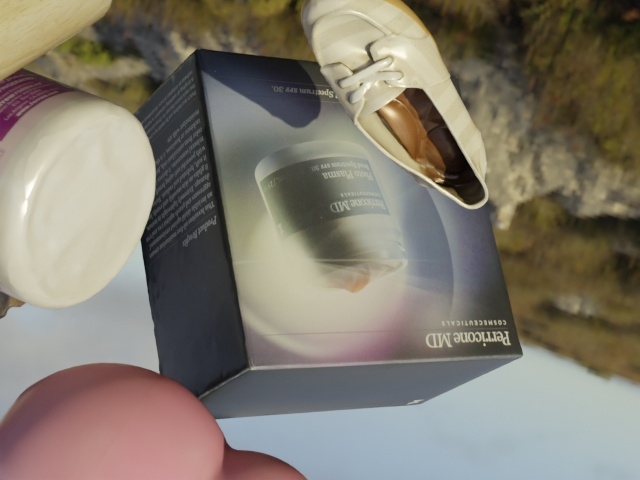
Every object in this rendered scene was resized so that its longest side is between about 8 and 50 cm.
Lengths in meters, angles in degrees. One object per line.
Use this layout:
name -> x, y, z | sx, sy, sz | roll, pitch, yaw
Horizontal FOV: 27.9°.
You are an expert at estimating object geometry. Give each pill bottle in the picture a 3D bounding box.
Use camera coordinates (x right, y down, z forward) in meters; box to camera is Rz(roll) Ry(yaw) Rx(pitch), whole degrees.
pill bottle -> -0.296, -0.071, 1.032 | 0.301, 0.169, 0.169 | 21, 180, 27

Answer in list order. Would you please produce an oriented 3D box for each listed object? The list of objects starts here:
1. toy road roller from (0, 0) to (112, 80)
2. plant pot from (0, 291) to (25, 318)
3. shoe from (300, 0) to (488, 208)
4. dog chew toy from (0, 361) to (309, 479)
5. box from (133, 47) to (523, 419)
toy road roller -> -0.301, -0.197, 0.829 | 0.329, 0.202, 0.240 | 45, 147, 8
plant pot -> -0.400, 0.009, 1.425 | 0.165, 0.167, 0.167 | 65, 165, -13
shoe -> 0.062, -0.101, 0.923 | 0.219, 0.076, 0.058 | 45, -155, -38
dog chew toy -> -0.085, 0.227, 0.914 | 0.332, 0.206, 0.206 | 28, 179, 4
box -> 0.000, 0.000, 1.201 | 0.296, 0.294, 0.183 | 0, 160, -33
